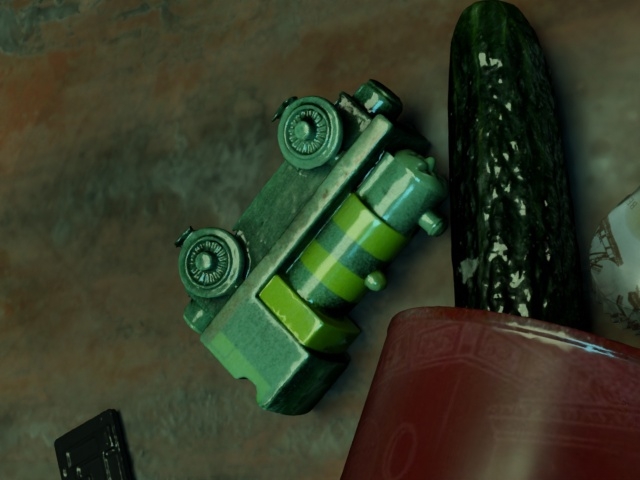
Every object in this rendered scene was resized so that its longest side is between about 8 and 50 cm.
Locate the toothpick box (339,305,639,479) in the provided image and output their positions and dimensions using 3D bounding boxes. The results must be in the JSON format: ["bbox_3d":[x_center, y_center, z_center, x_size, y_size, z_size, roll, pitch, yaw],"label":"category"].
[{"bbox_3d":[0.077,0.221,0.675,0.204,0.204,0.333,6,70,38],"label":"toothpick box"}]

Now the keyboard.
[{"bbox_3d":[-0.143,0.221,1.002,0.061,0.013,0.204,-32,61,27],"label":"keyboard"}]

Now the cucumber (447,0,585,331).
[{"bbox_3d":[0.111,-0.029,0.837,0.074,0.074,0.241,-15,67,34],"label":"cucumber"}]

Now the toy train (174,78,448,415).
[{"bbox_3d":[0.000,0.000,0.914,0.132,0.083,0.200,45,107,24],"label":"toy train"}]

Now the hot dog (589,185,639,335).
[{"bbox_3d":[0.222,-0.016,0.761,0.192,0.053,0.099,-38,57,27],"label":"hot dog"}]
